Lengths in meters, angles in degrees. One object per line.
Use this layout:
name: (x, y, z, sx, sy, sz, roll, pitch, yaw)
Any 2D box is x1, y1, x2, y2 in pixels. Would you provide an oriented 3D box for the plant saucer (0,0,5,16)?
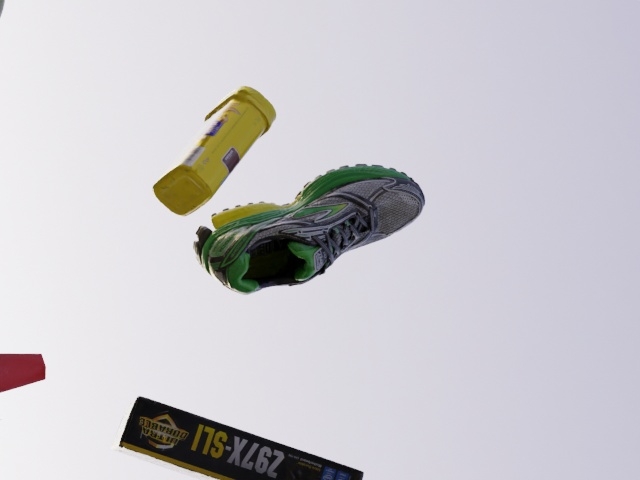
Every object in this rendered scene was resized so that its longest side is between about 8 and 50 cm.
plant saucer: (-0.539, -0.321, 2.016, 0.037, 0.241, 0.241, -118, -149, -49)

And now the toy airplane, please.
toy airplane: (-0.329, 0.103, 1.411, 0.028, 0.151, 0.151, -37, -110, 60)

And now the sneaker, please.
sneaker: (0.000, 0.000, 2.182, 0.146, 0.344, 0.134, -131, -156, -52)

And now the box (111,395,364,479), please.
box: (-0.120, 0.303, 2.074, 0.257, 0.322, 0.079, 136, -27, -75)

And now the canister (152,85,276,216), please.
canister: (-0.148, -0.121, 2.085, 0.073, 0.170, 0.126, 43, -34, -12)
